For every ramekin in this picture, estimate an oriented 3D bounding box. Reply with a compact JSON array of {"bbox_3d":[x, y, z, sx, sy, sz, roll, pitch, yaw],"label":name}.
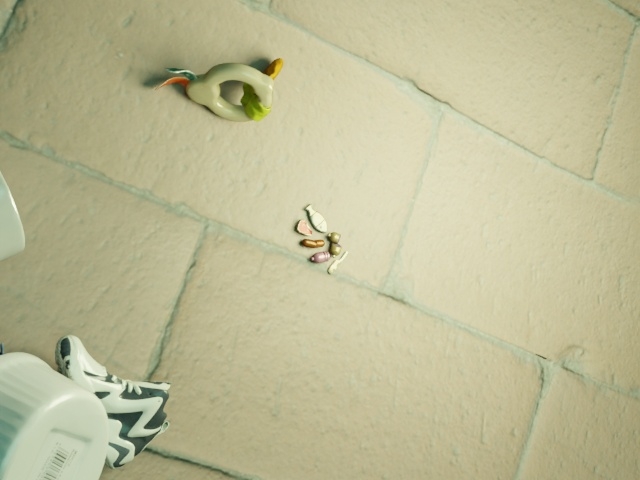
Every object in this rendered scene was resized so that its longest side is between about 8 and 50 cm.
[{"bbox_3d":[-0.435,0.314,1.527,0.277,0.135,0.277,-43,142,-47],"label":"ramekin"}]

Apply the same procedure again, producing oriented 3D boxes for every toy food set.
[{"bbox_3d":[0.000,0.000,1.912,0.122,0.019,0.078,47,68,-16],"label":"toy food set"}]

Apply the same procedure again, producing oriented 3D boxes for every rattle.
[{"bbox_3d":[-0.174,-0.296,1.822,0.200,0.130,0.143,11,69,1],"label":"rattle"}]

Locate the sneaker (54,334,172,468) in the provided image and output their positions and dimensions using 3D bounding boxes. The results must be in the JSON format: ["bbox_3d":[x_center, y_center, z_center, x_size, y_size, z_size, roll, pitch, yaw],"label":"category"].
[{"bbox_3d":[-0.323,0.236,1.695,0.153,0.094,0.235,-28,99,-27],"label":"sneaker"}]

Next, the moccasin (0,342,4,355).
[{"bbox_3d":[-0.552,0.242,1.568,0.138,0.117,0.342,18,92,15],"label":"moccasin"}]

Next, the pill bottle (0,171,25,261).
[{"bbox_3d":[-0.640,0.008,1.479,0.392,0.224,0.224,-26,98,-25],"label":"pill bottle"}]
